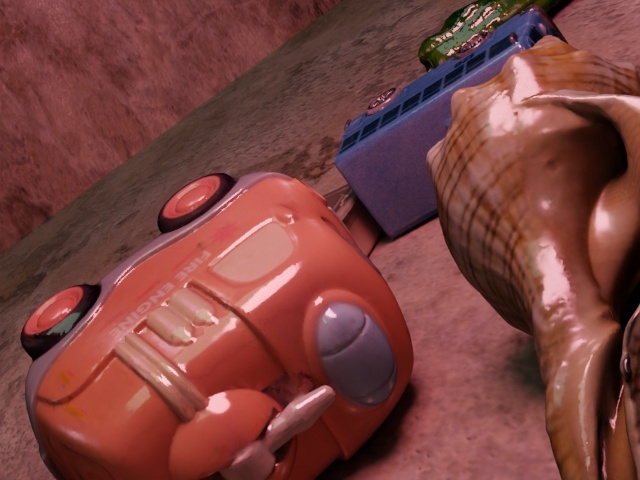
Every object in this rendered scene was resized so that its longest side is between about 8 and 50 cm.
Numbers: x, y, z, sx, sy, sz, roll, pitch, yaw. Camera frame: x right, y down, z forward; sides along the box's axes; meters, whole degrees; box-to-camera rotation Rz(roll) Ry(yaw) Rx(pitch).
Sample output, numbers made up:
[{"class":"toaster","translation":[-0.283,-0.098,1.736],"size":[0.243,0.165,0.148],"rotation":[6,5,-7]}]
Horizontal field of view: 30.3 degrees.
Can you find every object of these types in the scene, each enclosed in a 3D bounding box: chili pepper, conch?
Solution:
[{"class":"chili pepper","translation":[0.238,-0.288,1.522],"size":[0.253,0.083,0.099],"rotation":[-35,6,-10]},{"class":"conch","translation":[0.175,-0.003,0.698],"size":[0.203,0.169,0.386],"rotation":[-52,39,36]}]

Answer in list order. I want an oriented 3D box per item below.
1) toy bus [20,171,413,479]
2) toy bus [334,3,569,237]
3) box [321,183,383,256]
[{"class":"toy bus","translation":[-0.061,0.089,0.841],"size":[0.287,0.194,0.232],"rotation":[-39,24,-15]},{"class":"toy bus","translation":[0.138,-0.113,1.144],"size":[0.234,0.116,0.133],"rotation":[-31,16,24]},{"class":"box","translation":[0.000,0.000,1.197],"size":[0.122,0.062,0.089],"rotation":[-24,19,34]}]
